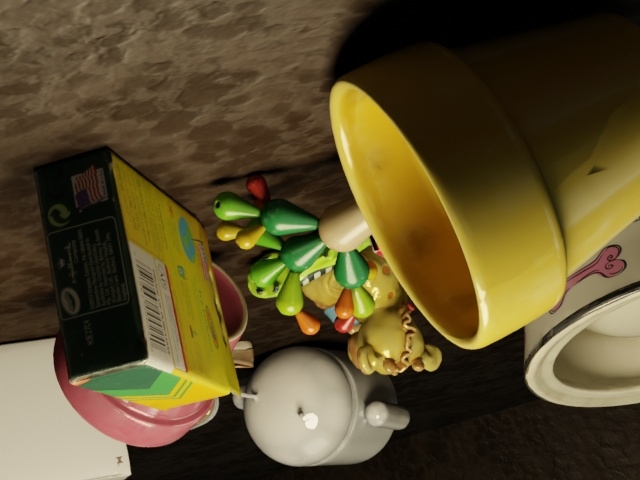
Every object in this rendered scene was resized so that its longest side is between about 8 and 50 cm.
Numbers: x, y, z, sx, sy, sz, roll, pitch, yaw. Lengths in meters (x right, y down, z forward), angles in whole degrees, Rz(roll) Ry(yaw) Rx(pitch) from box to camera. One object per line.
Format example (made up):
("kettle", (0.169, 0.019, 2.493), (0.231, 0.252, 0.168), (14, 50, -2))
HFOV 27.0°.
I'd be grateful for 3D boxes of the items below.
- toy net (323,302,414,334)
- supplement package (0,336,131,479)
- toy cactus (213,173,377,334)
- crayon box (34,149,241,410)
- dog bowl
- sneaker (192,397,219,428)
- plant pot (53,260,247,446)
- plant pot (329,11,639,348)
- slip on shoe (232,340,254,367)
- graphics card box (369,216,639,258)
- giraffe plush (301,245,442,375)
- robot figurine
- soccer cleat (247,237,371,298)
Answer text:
("toy net", (0.092, 0.108, 2.035), (0.122, 0.045, 0.232), (-20, 165, 16))
("supplement package", (-0.413, 0.251, 1.802), (0.261, 0.204, 0.145), (-6, 164, -24))
("toy cactus", (0.000, 0.000, 1.367), (0.180, 0.219, 0.112), (-31, -158, 37))
("crayon box", (-0.170, 0.055, 1.312), (0.081, 0.202, 0.318), (-15, 164, 9))
("dog bowl", (0.440, 0.064, 1.698), (0.408, 0.150, 0.408), (-9, 152, -5))
("sneaker", (-0.258, 0.293, 2.279), (0.282, 0.099, 0.153), (-14, 161, 31))
("plant pot", (-0.186, 0.114, 1.573), (0.201, 0.201, 0.180), (1, 143, -43))
("plant pot", (0.169, -0.072, 1.120), (0.239, 0.254, 0.254), (-28, 167, -11))
("slip on shoe", (-0.168, 0.188, 2.093), (0.135, 0.041, 0.051), (-5, 163, -29))
("graphics card box", (0.251, -0.058, 1.475), (0.371, 0.094, 0.233), (-17, 164, 15))
("giraffe plush", (0.082, 0.099, 1.742), (0.181, 0.170, 0.210), (-11, 165, -9))
("robot figurine", (0.000, 0.284, 2.282), (0.300, 0.200, 0.353), (0, 173, 28))
("soccer cleat", (-0.012, 0.027, 1.623), (0.179, 0.060, 0.072), (-27, 161, 33))
